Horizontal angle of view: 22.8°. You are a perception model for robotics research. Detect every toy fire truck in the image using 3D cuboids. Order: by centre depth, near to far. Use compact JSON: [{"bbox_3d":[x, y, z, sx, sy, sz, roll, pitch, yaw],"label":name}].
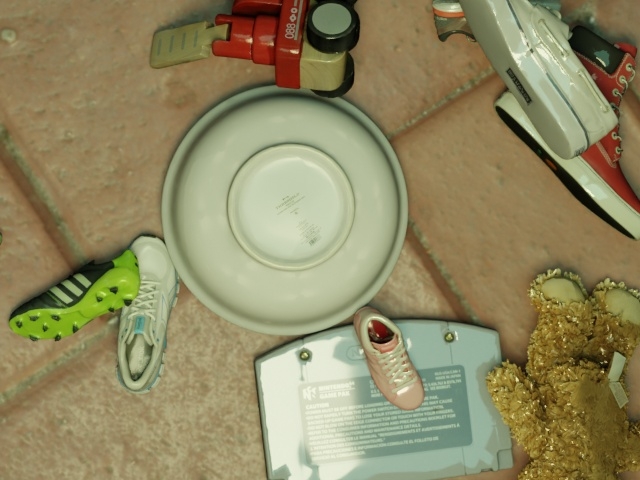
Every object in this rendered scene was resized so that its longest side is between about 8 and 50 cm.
[{"bbox_3d":[-0.075,-0.276,1.843,0.246,0.158,0.217,6,62,2],"label":"toy fire truck"}]

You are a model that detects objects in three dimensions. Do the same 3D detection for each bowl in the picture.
[{"bbox_3d":[-0.038,-0.037,1.819,0.297,0.134,0.298,0,89,-4],"label":"bowl"}]

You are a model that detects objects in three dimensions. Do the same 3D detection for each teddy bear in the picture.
[{"bbox_3d":[0.302,0.201,1.878,0.245,0.113,0.338,-6,87,-34],"label":"teddy bear"}]

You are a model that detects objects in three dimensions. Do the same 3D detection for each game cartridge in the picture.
[{"bbox_3d":[0.074,0.194,1.896,0.297,0.062,0.198,-6,86,-4],"label":"game cartridge"}]

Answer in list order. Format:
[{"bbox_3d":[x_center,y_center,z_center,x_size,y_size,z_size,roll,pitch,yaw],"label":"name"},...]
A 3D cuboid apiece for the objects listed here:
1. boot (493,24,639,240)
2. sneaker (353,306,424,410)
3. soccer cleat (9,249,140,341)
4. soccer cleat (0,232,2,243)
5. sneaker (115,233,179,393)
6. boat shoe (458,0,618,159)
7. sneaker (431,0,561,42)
[{"bbox_3d":[0.352,-0.134,1.903,0.176,0.088,0.244,-42,89,-5],"label":"boot"},{"bbox_3d":[0.081,0.140,1.836,0.051,0.070,0.134,-28,93,-6],"label":"sneaker"},{"bbox_3d":[-0.285,0.066,1.858,0.179,0.072,0.060,-21,130,21],"label":"soccer cleat"},{"bbox_3d":[-0.503,-0.046,1.847,0.289,0.093,0.121,36,57,1],"label":"soccer cleat"},{"bbox_3d":[-0.204,0.087,1.859,0.071,0.083,0.191,3,88,-2],"label":"sneaker"},{"bbox_3d":[0.250,-0.226,1.831,0.088,0.096,0.267,-32,86,-12],"label":"boat shoe"},{"bbox_3d":[0.211,-0.268,1.914,0.157,0.061,0.065,-3,117,-4],"label":"sneaker"}]
